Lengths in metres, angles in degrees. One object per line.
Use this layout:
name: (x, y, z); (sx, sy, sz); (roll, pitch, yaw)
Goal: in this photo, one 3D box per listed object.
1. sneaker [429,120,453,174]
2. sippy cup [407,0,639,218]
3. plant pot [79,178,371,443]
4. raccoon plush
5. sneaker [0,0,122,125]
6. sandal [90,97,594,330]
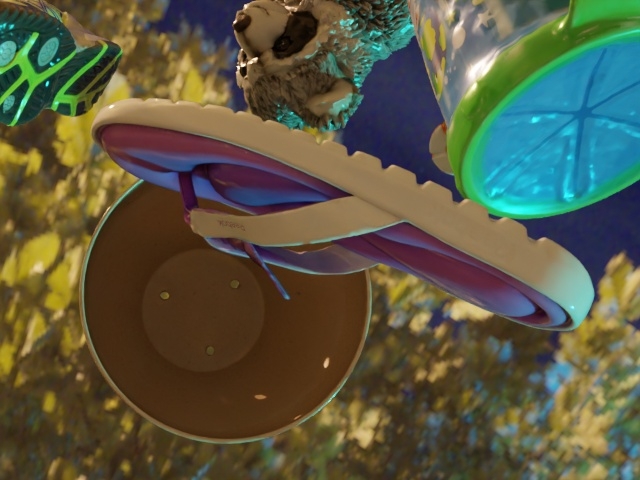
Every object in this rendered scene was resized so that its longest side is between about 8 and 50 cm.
sneaker: (0.216, -0.140, 1.489); (0.083, 0.214, 0.084); (-46, -66, -75)
sippy cup: (0.183, -0.175, 1.201); (0.240, 0.305, 0.224); (7, -134, -38)
plant pot: (-0.109, 0.065, 1.447); (0.284, 0.191, 0.284); (2, -98, -13)
raccoon plush: (0.087, -0.232, 1.682); (0.446, 0.216, 0.299); (8, -109, -25)
sneaker: (-0.379, -0.232, 1.725); (0.147, 0.145, 0.384); (33, -175, 9)
sandal: (-0.003, -0.006, 1.064); (0.416, 0.169, 0.102); (19, -107, 16)
